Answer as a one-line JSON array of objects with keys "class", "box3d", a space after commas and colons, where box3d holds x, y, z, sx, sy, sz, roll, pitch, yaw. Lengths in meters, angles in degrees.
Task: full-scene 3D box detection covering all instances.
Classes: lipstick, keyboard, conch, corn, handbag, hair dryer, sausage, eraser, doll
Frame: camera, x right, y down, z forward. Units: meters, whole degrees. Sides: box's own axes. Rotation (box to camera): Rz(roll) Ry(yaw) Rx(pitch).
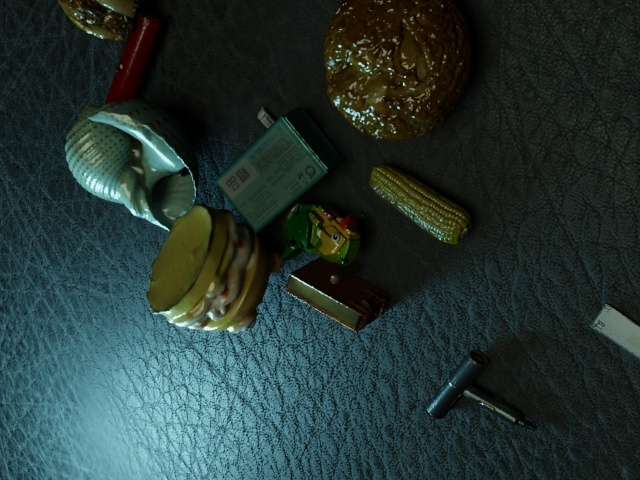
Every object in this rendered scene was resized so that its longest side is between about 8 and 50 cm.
[{"class": "lipstick", "box3d": [-0.434, -0.402, 1.962, 0.073, 0.073, 0.279, 37, 120, 18]}, {"class": "keyboard", "box3d": [0.576, 0.184, 1.524, 0.176, 0.014, 0.055, 36, 119, 19]}, {"class": "conch", "box3d": [-0.405, -0.197, 1.923, 0.319, 0.215, 0.303, 39, 134, -20]}, {"class": "corn", "box3d": [0.191, -0.073, 1.655, 0.231, 0.080, 0.080, 33, 119, 20]}, {"class": "handbag", "box3d": [0.039, 0.111, 1.776, 0.190, 0.127, 0.063, 29, 119, 23]}, {"class": "hair dryer", "box3d": [0.333, 0.342, 1.710, 0.195, 0.050, 0.173, 41, 124, 12]}, {"class": "sausage", "box3d": [0.050, 0.067, 1.763, 0.026, 0.116, 0.026, 6, 105, 25]}, {"class": "eraser", "box3d": [-0.100, -0.246, 1.825, 0.099, 0.019, 0.027, 46, 124, 9]}, {"class": "doll", "box3d": [0.001, -0.009, 1.768, 0.186, 0.106, 0.134, 13, 98, 40]}]

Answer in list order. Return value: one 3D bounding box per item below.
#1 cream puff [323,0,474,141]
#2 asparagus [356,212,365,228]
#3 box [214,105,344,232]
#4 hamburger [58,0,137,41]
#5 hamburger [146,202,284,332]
[{"class": "cream puff", "box3d": [0.130, -0.327, 1.540, 0.303, 0.212, 0.303, 12, 114, 27]}, {"class": "asparagus", "box3d": [0.060, -0.009, 1.794, 0.127, 0.018, 0.015, -55, 33, 28]}, {"class": "box", "box3d": [-0.089, -0.147, 1.791, 0.245, 0.092, 0.153, -37, 92, 34]}, {"class": "hamburger", "box3d": [-0.519, -0.567, 1.909, 0.282, 0.245, 0.155, 30, 116, 1]}, {"class": "hamburger", "box3d": [-0.226, 0.079, 1.869, 0.276, 0.237, 0.276, -33, 43, 38]}]
